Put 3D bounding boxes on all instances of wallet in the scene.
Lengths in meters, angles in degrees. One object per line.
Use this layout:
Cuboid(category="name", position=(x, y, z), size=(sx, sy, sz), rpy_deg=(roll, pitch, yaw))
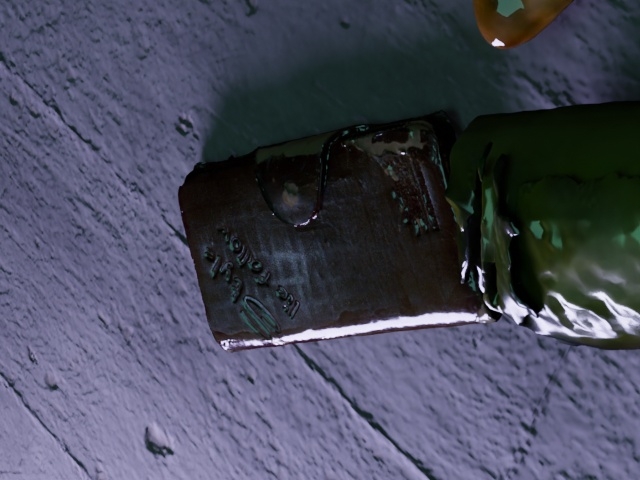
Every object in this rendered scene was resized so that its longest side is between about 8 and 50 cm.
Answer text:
Cuboid(category="wallet", position=(0.000, 0.000, 0.884), size=(0.232, 0.031, 0.122), rpy_deg=(-10, 99, 48))

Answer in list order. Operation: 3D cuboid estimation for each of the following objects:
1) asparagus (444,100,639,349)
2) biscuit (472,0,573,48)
Cuboid(category="asparagus", position=(0.212, -0.007, 0.594), size=(0.382, 0.128, 0.108), rpy_deg=(-1, 71, 45))
Cuboid(category="biscuit", position=(0.083, -0.214, 0.704), size=(0.208, 0.047, 0.164), rpy_deg=(59, 140, 9))
